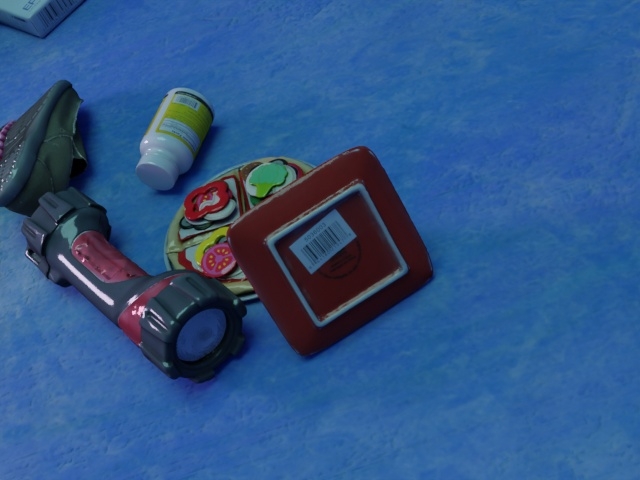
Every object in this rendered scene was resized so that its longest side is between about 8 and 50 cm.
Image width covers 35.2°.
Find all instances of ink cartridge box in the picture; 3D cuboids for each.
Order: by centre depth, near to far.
[{"bbox_3d":[-0.427,-0.420,1.561,0.224,0.045,0.223,23,63,37],"label":"ink cartridge box"}]

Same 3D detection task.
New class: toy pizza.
[{"bbox_3d":[-0.078,-0.021,1.077,0.201,0.032,0.201,-12,48,13],"label":"toy pizza"}]

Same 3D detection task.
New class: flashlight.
[{"bbox_3d":[-0.200,0.032,1.040,0.103,0.103,0.304,-21,39,-33],"label":"flashlight"}]

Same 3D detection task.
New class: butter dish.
[{"bbox_3d":[0.000,0.000,0.969,0.160,0.159,0.118,-32,23,-6],"label":"butter dish"}]

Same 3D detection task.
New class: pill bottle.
[{"bbox_3d":[-0.172,-0.117,1.177,0.065,0.065,0.116,3,52,25],"label":"pill bottle"}]

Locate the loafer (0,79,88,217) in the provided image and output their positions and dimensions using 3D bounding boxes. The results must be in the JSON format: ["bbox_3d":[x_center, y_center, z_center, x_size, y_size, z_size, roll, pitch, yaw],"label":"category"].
[{"bbox_3d":[-0.335,-0.106,1.236,0.094,0.087,0.251,-35,29,27],"label":"loafer"}]

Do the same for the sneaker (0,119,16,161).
[{"bbox_3d":[-0.416,-0.106,1.290,0.057,0.047,0.119,-10,46,30],"label":"sneaker"}]
